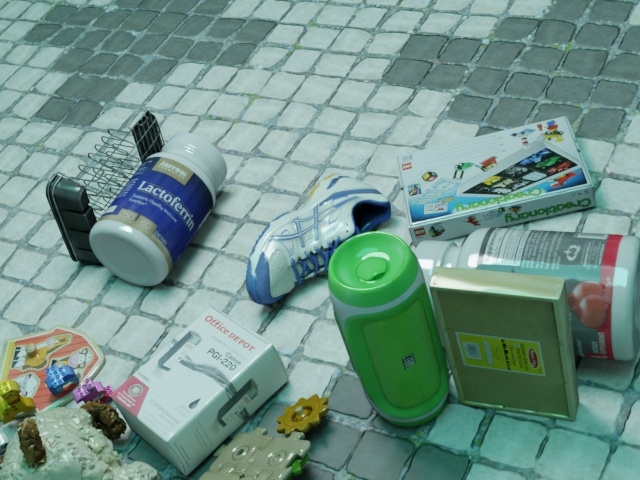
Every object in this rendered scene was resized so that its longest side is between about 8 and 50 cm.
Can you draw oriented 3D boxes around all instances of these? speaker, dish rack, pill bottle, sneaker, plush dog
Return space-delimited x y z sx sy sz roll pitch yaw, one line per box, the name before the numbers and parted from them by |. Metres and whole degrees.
speaker | 0.097 0.127 1.430 0.131 0.296 0.131 -10 44 10
dish rack | -0.374 -0.105 1.911 0.074 0.208 0.271 17 52 19
pill bottle | 0.295 0.072 1.504 0.319 0.176 0.176 3 48 23
pill bottle | -0.280 -0.061 1.862 0.153 0.153 0.264 9 50 27
sneaker | 0.000 0.000 1.731 0.131 0.112 0.296 21 57 35
plush dog | -0.391 0.320 1.514 0.262 0.210 0.225 -27 17 -10

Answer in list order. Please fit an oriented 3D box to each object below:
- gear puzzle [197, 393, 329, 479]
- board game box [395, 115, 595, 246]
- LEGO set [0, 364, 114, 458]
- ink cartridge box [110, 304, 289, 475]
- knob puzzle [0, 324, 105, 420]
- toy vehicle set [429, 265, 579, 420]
gear puzzle | -0.099 0.337 1.466 0.175 0.044 0.339 -4 34 46
board game box | 0.289 -0.103 1.774 0.305 0.053 0.193 -12 43 8
LEGO set | -0.449 0.252 1.634 0.227 0.093 0.087 -31 61 -11
ink cartridge box | -0.181 0.221 1.584 0.218 0.092 0.158 -41 44 -24
knob puzzle | -0.453 0.209 1.740 0.213 0.030 0.213 -10 43 10
toy vehicle set | 0.248 0.140 1.387 0.166 0.267 0.035 6 50 23
